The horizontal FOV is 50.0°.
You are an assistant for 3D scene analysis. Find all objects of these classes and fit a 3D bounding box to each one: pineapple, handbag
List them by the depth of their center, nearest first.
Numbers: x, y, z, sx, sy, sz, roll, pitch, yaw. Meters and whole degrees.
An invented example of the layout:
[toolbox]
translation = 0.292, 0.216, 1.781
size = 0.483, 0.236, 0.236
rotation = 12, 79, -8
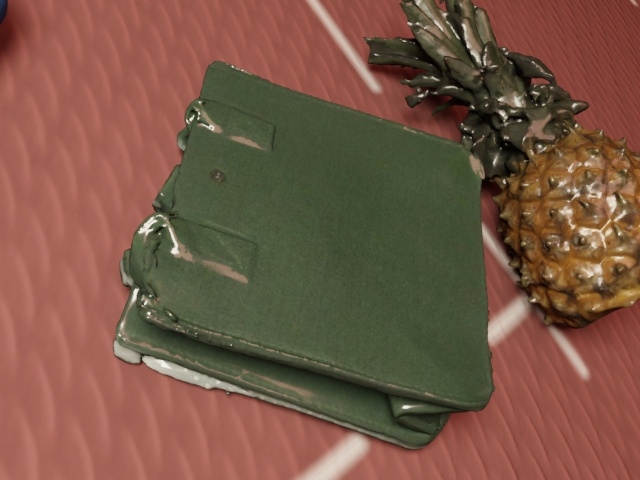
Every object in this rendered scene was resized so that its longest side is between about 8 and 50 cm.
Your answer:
[handbag]
translation = 0.002, -0.001, 0.504
size = 0.260, 0.079, 0.248
rotation = 21, 50, -16
[pineapple]
translation = 0.186, -0.100, 0.638
size = 0.165, 0.165, 0.365
rotation = -16, 68, -38

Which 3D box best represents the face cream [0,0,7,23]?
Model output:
[face cream]
translation = -0.313, -0.125, 0.380
size = 0.149, 0.083, 0.264
rotation = 45, 48, 2
